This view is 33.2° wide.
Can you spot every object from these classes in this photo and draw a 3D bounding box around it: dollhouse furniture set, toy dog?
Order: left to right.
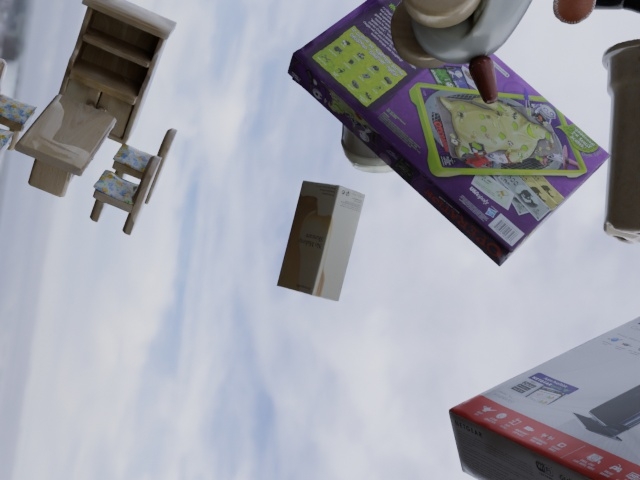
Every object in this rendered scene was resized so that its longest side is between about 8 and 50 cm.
[{"bbox_3d":[-0.261,-0.159,1.206,0.242,0.212,0.161,-79,-167,-60],"label":"dollhouse furniture set"},{"bbox_3d":[0.227,-0.263,1.104,0.334,0.220,0.161,-34,-100,19],"label":"toy dog"}]

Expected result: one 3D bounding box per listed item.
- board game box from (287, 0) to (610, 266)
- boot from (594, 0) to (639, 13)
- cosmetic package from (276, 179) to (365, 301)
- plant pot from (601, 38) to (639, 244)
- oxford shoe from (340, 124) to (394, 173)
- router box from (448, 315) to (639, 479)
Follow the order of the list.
[{"bbox_3d":[0.153,-0.152,1.285,0.208,0.347,0.056,-41,168,-24],"label":"board game box"},{"bbox_3d":[0.574,-0.545,2.016,0.094,0.207,0.246,-37,137,-62],"label":"boot"},{"bbox_3d":[0.000,0.000,1.098,0.060,0.041,0.115,10,-95,47],"label":"cosmetic package"},{"bbox_3d":[0.609,-0.138,1.785,0.334,0.334,0.305,178,-75,-73],"label":"plant pot"},{"bbox_3d":[0.104,-0.277,1.675,0.449,0.169,0.130,-80,164,-51],"label":"oxford shoe"},{"bbox_3d":[0.349,0.193,1.100,0.335,0.301,0.082,14,-57,61],"label":"router box"}]
